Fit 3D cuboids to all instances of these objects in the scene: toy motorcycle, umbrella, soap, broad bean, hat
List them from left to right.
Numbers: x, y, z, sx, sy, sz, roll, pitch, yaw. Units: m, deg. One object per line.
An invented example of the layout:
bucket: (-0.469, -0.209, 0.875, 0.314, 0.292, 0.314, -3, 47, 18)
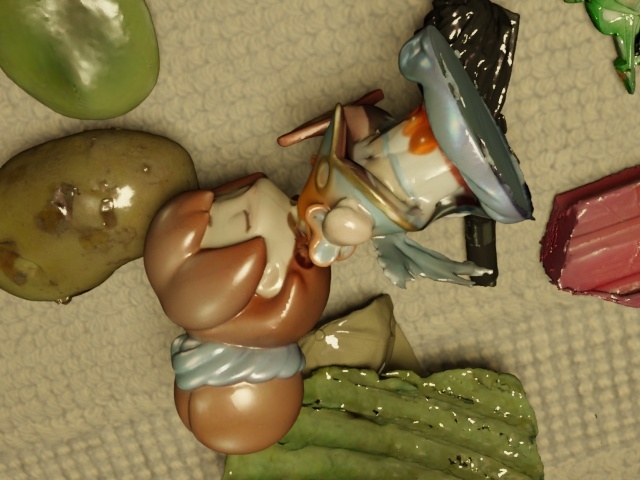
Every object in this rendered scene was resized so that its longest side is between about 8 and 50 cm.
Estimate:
broad bean: (-0.268, -0.222, 0.797, 0.228, 0.100, 0.169, 37, 111, -14)
hat: (0.048, 0.172, 0.929, 0.166, 0.144, 0.173, -34, 84, 11)
umbrella: (0.166, -0.098, 0.857, 0.118, 0.118, 0.340, -10, 118, 2)
toy motorcycle: (0.320, -0.252, 0.818, 0.106, 0.074, 0.190, -32, 108, 19)
soap: (0.376, -0.007, 0.885, 0.250, 0.099, 0.162, -19, 108, 4)

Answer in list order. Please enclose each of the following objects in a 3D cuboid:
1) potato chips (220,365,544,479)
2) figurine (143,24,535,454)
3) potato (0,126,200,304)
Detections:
potato chips: (0.073, 0.310, 0.936, 0.389, 0.097, 0.373, -5, 125, -6)
figurine: (-0.001, -0.001, 0.749, 0.388, 0.277, 0.248, -29, 118, 19)
potato: (-0.255, -0.034, 0.832, 0.262, 0.165, 0.165, -28, 107, 13)
